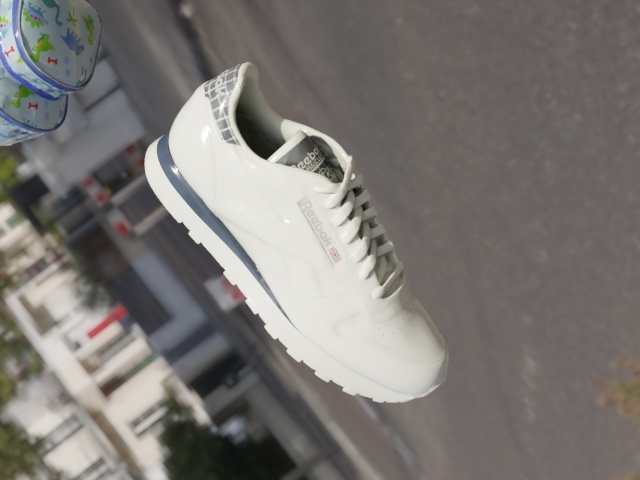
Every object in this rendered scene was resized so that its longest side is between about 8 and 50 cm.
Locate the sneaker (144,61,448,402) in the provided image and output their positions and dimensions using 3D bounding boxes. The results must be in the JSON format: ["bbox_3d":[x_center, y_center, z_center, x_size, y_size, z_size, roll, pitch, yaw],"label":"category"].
[{"bbox_3d":[0.000,0.000,0.903,0.235,0.095,0.090,44,-149,-5],"label":"sneaker"}]

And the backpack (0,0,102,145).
[{"bbox_3d":[-0.208,-0.129,1.016,0.084,0.114,0.105,-8,156,33],"label":"backpack"}]
